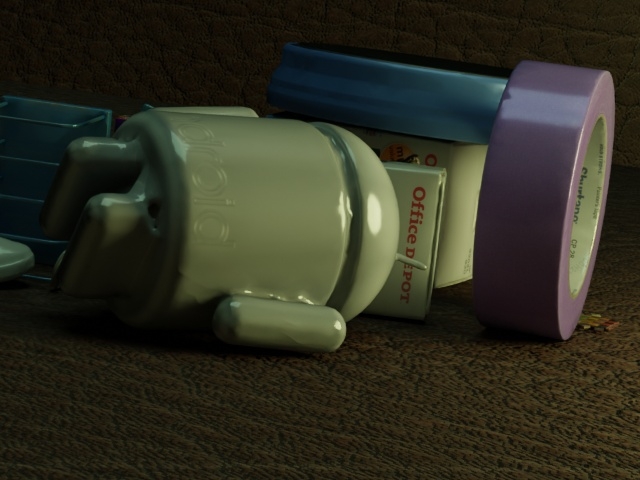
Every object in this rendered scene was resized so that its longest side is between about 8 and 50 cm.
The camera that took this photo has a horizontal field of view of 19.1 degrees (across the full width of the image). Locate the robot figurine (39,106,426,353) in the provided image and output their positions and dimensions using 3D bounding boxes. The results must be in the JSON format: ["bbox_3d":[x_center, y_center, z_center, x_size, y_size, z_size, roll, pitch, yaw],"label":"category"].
[{"bbox_3d":[-0.075,-0.015,1.764,0.353,0.200,0.300,1,50,-30],"label":"robot figurine"}]

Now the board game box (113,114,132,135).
[{"bbox_3d":[-0.142,-0.056,2.151,0.193,0.147,0.045,8,9,8],"label":"board game box"}]

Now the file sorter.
[{"bbox_3d":[-0.291,-0.051,1.935,0.118,0.170,0.104,9,13,11],"label":"file sorter"}]

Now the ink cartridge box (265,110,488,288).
[{"bbox_3d":[0.065,-0.052,2.205,0.232,0.171,0.168,10,9,22],"label":"ink cartridge box"}]

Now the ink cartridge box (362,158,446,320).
[{"bbox_3d":[0.017,-0.010,1.953,0.212,0.154,0.093,7,7,6],"label":"ink cartridge box"}]

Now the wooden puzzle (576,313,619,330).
[{"bbox_3d":[0.287,0.087,2.025,0.049,0.006,0.083,11,10,24],"label":"wooden puzzle"}]

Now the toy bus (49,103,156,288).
[{"bbox_3d":[-0.161,-0.021,1.922,0.104,0.202,0.191,26,4,10],"label":"toy bus"}]

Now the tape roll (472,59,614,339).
[{"bbox_3d":[0.228,-0.041,1.925,0.090,0.275,0.275,9,9,16],"label":"tape roll"}]

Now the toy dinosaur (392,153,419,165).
[{"bbox_3d":[0.000,0.000,2.069,0.268,0.064,0.118,-24,39,6],"label":"toy dinosaur"}]

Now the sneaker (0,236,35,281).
[{"bbox_3d":[-0.380,-0.010,1.840,0.212,0.094,0.080,5,8,-12],"label":"sneaker"}]

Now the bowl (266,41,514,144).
[{"bbox_3d":[0.134,-0.170,2.214,0.391,0.077,0.391,8,8,-1],"label":"bowl"}]
